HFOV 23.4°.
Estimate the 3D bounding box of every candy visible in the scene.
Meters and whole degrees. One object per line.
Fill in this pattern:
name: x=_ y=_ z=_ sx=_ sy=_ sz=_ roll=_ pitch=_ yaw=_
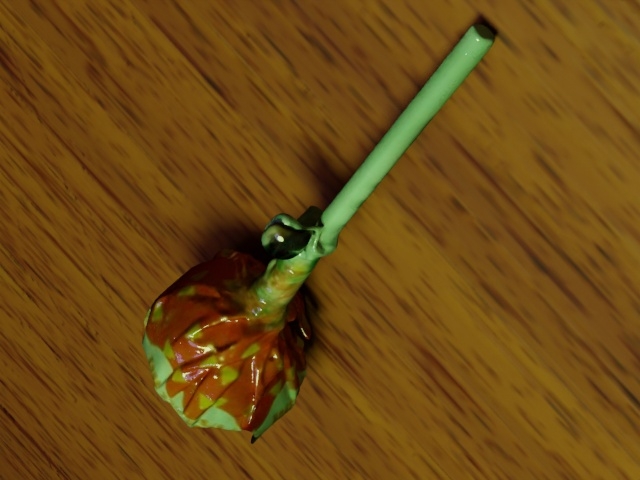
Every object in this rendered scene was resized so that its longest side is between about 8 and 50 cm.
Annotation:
candy: x=0.000 y=0.001 z=0.677 sx=0.084 sy=0.078 sz=0.288 roll=48 pitch=138 yaw=6
